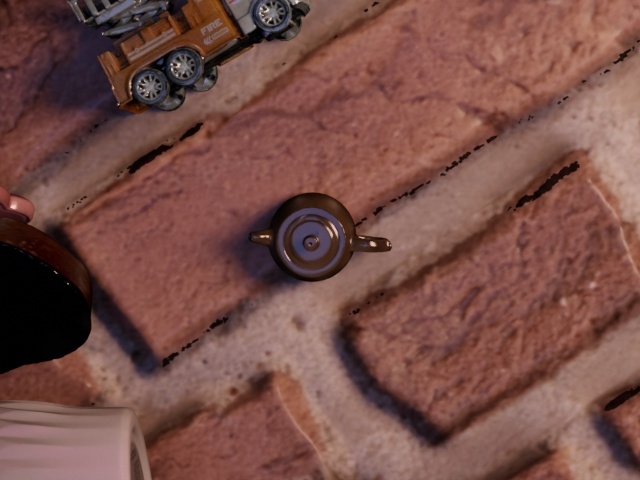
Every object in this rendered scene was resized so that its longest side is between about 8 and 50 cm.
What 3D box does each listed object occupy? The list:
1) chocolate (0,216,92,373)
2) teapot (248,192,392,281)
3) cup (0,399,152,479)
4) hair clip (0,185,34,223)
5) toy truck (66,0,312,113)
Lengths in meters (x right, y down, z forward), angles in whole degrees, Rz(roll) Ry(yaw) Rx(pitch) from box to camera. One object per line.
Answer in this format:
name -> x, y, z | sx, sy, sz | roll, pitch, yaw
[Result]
chocolate -> -0.270, 0.039, 1.533 | 0.149, 0.080, 0.125 | -16, 113, 9
teapot -> 0.000, 0.000, 1.532 | 0.121, 0.068, 0.076 | 6, 97, 0
cup -> -0.325, 0.259, 1.483 | 0.372, 0.253, 0.253 | -6, 97, -1
hair clip -> -0.328, -0.037, 1.518 | 0.138, 0.123, 0.102 | -34, 67, 0
toy truck -> -0.105, -0.190, 1.509 | 0.178, 0.080, 0.115 | -29, 86, 6
